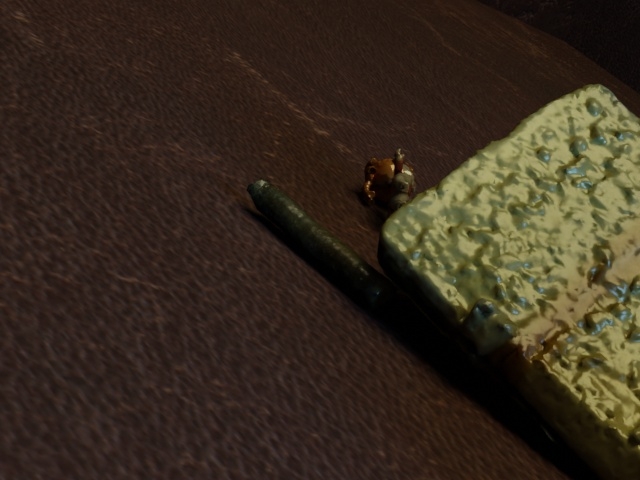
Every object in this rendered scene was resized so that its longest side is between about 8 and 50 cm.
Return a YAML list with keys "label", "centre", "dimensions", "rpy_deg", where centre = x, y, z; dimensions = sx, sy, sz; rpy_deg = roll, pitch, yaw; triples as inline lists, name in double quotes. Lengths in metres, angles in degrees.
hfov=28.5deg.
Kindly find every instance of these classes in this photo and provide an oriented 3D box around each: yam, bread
- label: "yam"
  centre: [0.000, 0.000, 0.885]
  dimensions: [0.033, 0.027, 0.129]
  rpy_deg: [-31, 61, -35]
- label: "bread"
  centre: [0.177, 0.061, 0.902]
  dimensions: [0.236, 0.198, 0.263]
  rpy_deg: [-33, 70, -34]

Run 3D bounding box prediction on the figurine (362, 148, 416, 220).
- label: "figurine"
  centre: [0.060, -0.047, 1.067]
  dimensions: [0.047, 0.064, 0.109]
  rpy_deg: [8, 11, -3]
